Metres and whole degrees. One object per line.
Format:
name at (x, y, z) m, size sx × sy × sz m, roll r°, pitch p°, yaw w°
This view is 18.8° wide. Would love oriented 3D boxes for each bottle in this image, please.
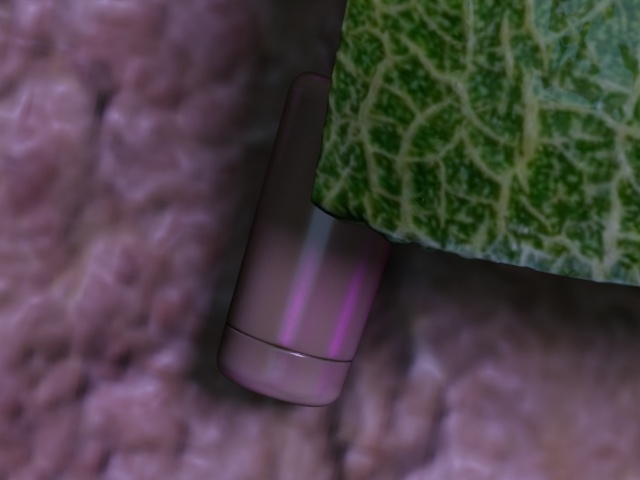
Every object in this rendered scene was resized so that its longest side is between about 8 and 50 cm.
bottle at (0.000, 0.000, 0.586) m, size 0.045 × 0.045 × 0.096 m, roll 18°, pitch 96°, yaw 7°

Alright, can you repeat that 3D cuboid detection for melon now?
melon at (0.125, -0.143, 0.527) m, size 0.196 × 0.124 × 0.323 m, roll 13°, pitch 94°, yaw 0°
